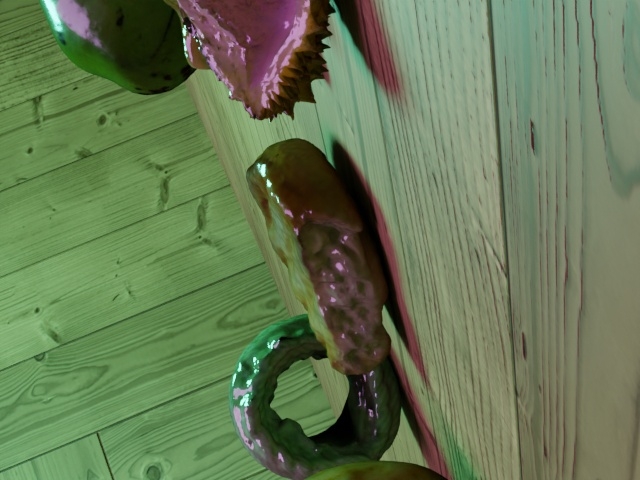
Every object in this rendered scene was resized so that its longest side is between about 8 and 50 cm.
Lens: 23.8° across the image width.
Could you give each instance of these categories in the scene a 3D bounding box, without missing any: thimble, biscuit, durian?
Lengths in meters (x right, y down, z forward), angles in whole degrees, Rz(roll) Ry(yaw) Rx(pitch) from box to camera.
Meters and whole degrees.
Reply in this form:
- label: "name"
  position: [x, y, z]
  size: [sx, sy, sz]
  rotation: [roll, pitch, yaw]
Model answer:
- label: "thimble"
  position: [-0.006, 0.200, 1.882]
  size: [0.150, 0.219, 0.219]
  rotation: [168, 79, -84]
- label: "biscuit"
  position: [0.001, -0.001, 1.616]
  size: [0.213, 0.091, 0.274]
  rotation: [60, 173, 38]
- label: "durian"
  position: [-0.056, -0.201, 1.184]
  size: [0.182, 0.132, 0.165]
  rotation: [54, -178, 16]

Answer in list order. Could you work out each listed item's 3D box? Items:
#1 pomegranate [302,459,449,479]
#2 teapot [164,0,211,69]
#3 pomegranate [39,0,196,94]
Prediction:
- label: "pomegranate"
  position: [0.066, 0.370, 1.589]
  size: [0.307, 0.307, 0.307]
  rotation: [158, 90, -85]
- label: "teapot"
  position: [-0.135, -0.299, 1.347]
  size: [0.203, 0.167, 0.311]
  rotation: [-123, 12, -65]
- label: "pomegranate"
  position: [-0.219, -0.302, 1.872]
  size: [0.270, 0.254, 0.254]
  rotation: [52, -166, -74]
